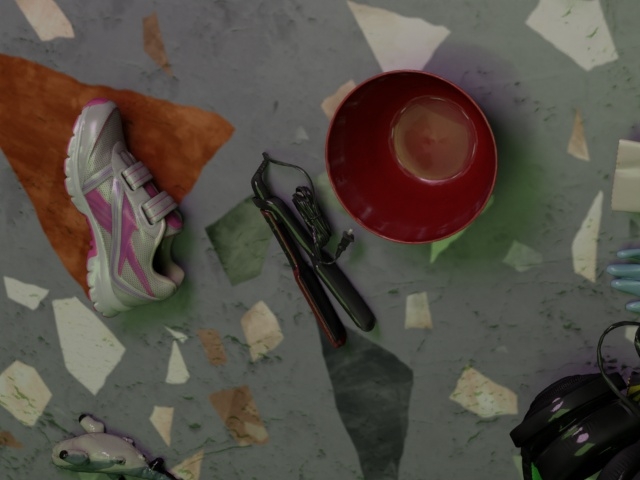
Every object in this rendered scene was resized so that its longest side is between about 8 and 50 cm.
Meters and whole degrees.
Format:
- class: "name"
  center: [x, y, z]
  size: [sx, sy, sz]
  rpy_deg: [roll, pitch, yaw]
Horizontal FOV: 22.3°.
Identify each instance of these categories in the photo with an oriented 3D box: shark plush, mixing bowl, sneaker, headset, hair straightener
- class: "shark plush"
  center: [-0.243, 0.263, 1.951]
  size: [0.161, 0.073, 0.067]
  rpy_deg: [9, 129, -4]
- class: "mixing bowl"
  center: [0.105, -0.096, 1.682]
  size: [0.181, 0.098, 0.181]
  rpy_deg: [6, 107, 18]
- class: "sneaker"
  center: [-0.209, -0.039, 1.818]
  size: [0.111, 0.103, 0.252]
  rpy_deg: [-4, 110, 17]
- class: "sneaker"
  center: [0.335, 0.157, 1.711]
  size: [0.035, 0.031, 0.083]
  rpy_deg: [45, 111, 18]
- class: "headset"
  center: [0.320, 0.215, 1.623]
  size: [0.243, 0.185, 0.394]
  rpy_deg: [47, 151, 38]
- class: "hair straightener"
  center: [0.000, 0.000, 1.783]
  size: [0.089, 0.047, 0.230]
  rpy_deg: [-28, 90, 24]

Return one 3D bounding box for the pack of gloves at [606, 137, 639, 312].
- class: "pack of gloves"
  center: [0.409, -0.002, 1.641]
  size: [0.232, 0.046, 0.195]
  rpy_deg: [12, 121, 19]
